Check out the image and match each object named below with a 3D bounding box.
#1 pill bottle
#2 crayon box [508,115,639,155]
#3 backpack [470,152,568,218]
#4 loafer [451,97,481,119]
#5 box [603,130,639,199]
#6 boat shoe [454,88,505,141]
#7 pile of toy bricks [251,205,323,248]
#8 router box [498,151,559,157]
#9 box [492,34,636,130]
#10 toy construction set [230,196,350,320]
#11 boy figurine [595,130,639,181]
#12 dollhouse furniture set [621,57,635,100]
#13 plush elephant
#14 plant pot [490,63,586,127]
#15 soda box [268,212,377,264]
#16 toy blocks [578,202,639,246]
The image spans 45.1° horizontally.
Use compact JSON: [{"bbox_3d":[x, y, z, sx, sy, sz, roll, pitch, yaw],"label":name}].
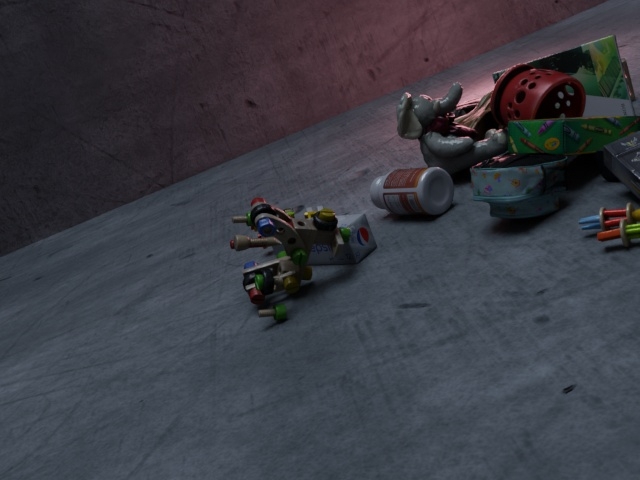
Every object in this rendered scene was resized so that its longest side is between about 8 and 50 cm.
[{"bbox_3d":[0.231,-0.126,1.997,0.121,0.121,0.216,-33,21,-30],"label":"pill bottle"},{"bbox_3d":[0.598,-0.248,1.811,0.279,0.081,0.165,-8,11,-32],"label":"crayon box"},{"bbox_3d":[0.424,-0.120,1.680,0.189,0.144,0.166,-3,8,-31],"label":"backpack"},{"bbox_3d":[0.485,-0.417,2.593,0.268,0.096,0.084,-32,26,-33],"label":"loafer"},{"bbox_3d":[0.713,-0.167,1.530,0.231,0.056,0.183,-23,39,-1],"label":"box"},{"bbox_3d":[0.530,-0.369,2.376,0.324,0.122,0.120,-39,28,-21],"label":"boat shoe"},{"bbox_3d":[-0.082,-0.016,2.132,0.212,0.118,0.105,-8,45,-6],"label":"pile of toy bricks"},{"bbox_3d":[0.498,-0.181,1.952,0.133,0.046,0.179,-29,19,-20],"label":"router box"},{"bbox_3d":[0.644,-0.382,2.047,0.322,0.232,0.058,-15,8,25],"label":"box"},{"bbox_3d":[-0.067,0.016,1.821,0.237,0.257,0.309,-4,13,-19],"label":"toy construction set"},{"bbox_3d":[0.752,-0.225,1.701,0.285,0.092,0.177,-31,17,-16],"label":"boy figurine"},{"bbox_3d":[0.811,-0.431,2.122,0.374,0.152,0.201,-15,19,25],"label":"dollhouse furniture set"},{"bbox_3d":[0.339,-0.315,2.157,0.330,0.255,0.272,-23,4,16],"label":"plush elephant"},{"bbox_3d":[0.542,-0.343,1.952,0.191,0.191,0.174,-29,38,-19],"label":"plant pot"},{"bbox_3d":[0.000,0.000,1.954,0.286,0.098,0.091,-5,25,46],"label":"soda box"},{"bbox_3d":[0.548,-0.026,1.426,0.148,0.054,0.123,-10,21,35],"label":"toy blocks"}]
